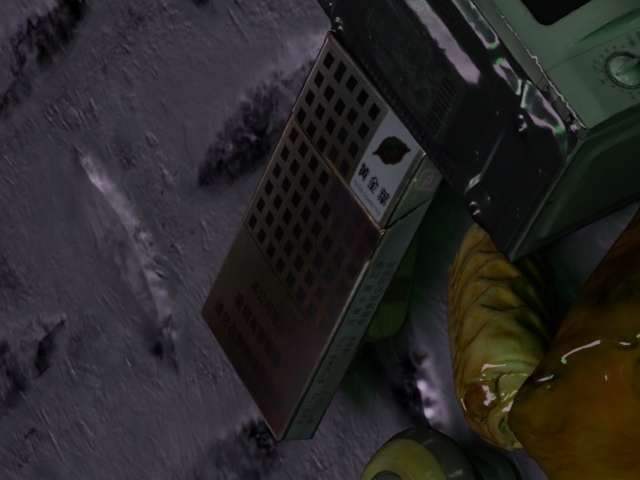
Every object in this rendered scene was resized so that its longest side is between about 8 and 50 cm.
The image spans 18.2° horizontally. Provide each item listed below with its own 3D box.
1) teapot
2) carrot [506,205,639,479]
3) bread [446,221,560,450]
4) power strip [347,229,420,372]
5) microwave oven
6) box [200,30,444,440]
[{"bbox_3d":[0.089,0.226,1.736,0.165,0.119,0.130,0,88,49],"label":"teapot"},{"bbox_3d":[0.307,0.074,1.475,0.241,0.341,0.241,22,135,24],"label":"carrot"},{"bbox_3d":[0.147,0.073,1.596,0.087,0.269,0.098,18,115,-6],"label":"bread"},{"bbox_3d":[0.050,-0.069,1.788,0.092,0.066,0.388,17,104,41],"label":"power strip"},{"bbox_3d":[0.147,-0.168,1.561,0.295,0.181,0.237,55,152,19],"label":"microwave oven"},{"bbox_3d":[0.000,-0.001,1.760,0.180,0.047,0.325,55,132,40],"label":"box"}]
